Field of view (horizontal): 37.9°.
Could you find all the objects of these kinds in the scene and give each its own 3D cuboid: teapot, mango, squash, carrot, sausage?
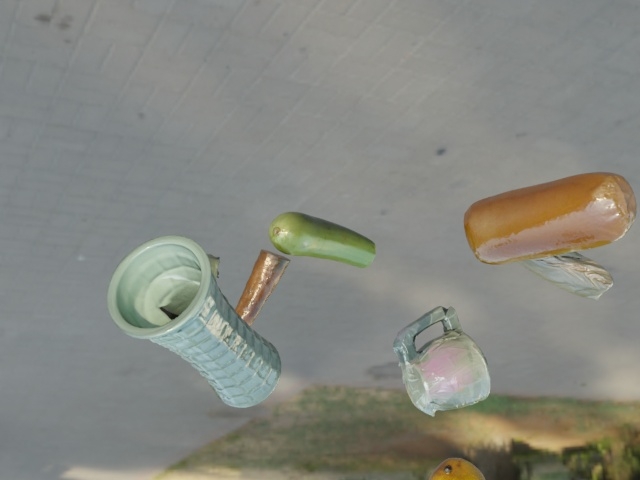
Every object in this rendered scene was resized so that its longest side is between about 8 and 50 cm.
[{"bbox_3d":[0.268,0.276,2.072,0.178,0.221,0.163,-17,-158,-20],"label":"teapot"},{"bbox_3d":[0.361,0.722,2.463,0.187,0.359,0.144,-21,-150,-24],"label":"mango"},{"bbox_3d":[0.000,0.000,1.722,0.083,0.083,0.250,-19,158,37],"label":"squash"},{"bbox_3d":[-0.130,0.121,1.662,0.057,0.224,0.057,28,-178,-1],"label":"carrot"},{"bbox_3d":[0.317,-0.030,1.316,0.105,0.105,0.274,14,162,-37],"label":"sausage"}]

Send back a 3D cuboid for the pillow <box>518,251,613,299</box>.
[{"bbox_3d":[0.429,0.034,1.751,0.270,0.067,0.173,29,173,3],"label":"pillow"}]

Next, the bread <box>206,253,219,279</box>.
[{"bbox_3d":[-0.177,0.095,1.362,0.028,0.153,0.068,6,177,14],"label":"bread"}]

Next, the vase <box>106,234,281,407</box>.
[{"bbox_3d":[-0.155,0.127,1.263,0.143,0.143,0.299,-9,147,16],"label":"vase"}]
